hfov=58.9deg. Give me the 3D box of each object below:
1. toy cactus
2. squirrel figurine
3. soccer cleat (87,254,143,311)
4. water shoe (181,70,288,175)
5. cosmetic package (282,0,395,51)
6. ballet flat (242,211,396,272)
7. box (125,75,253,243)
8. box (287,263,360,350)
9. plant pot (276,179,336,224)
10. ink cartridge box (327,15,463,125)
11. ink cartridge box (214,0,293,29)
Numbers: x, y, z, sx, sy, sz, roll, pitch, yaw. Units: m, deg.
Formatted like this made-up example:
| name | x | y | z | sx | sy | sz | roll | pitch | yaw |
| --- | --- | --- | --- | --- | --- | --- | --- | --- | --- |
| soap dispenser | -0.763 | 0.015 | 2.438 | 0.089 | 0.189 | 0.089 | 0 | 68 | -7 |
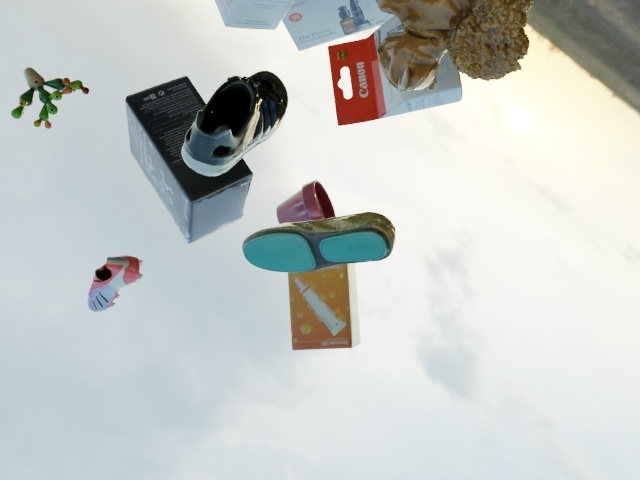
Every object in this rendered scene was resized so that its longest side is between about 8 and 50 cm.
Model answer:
| name | x | y | z | sx | sy | sz | roll | pitch | yaw |
| --- | --- | --- | --- | --- | --- | --- | --- | --- | --- |
| toy cactus | -0.804 | -0.430 | 1.657 | 0.181 | 0.219 | 0.112 | 51 | 171 | 17 |
| squirrel figurine | 0.317 | -0.530 | 1.408 | 0.396 | 0.371 | 0.281 | 30 | -155 | 21 |
| soccer cleat | -0.526 | 0.103 | 1.388 | 0.095 | 0.248 | 0.083 | 17 | -127 | -41 |
| water shoe | -0.082 | -0.152 | 0.651 | 0.072 | 0.080 | 0.203 | 30 | -132 | -3 |
| cosmetic package | 0.056 | -0.794 | 1.894 | 0.284 | 0.376 | 0.098 | 41 | -143 | -69 |
| ballet flat | 0.000 | 0.000 | 1.239 | 0.123 | 0.348 | 0.123 | -6 | -90 | -67 |
| box | -0.411 | -0.243 | 1.758 | 0.211 | 0.293 | 0.396 | -29 | -104 | -25 |
| box | 0.013 | 0.201 | 1.986 | 0.168 | 0.214 | 0.346 | 16 | -111 | -76 |
| plant pot | -0.060 | -0.105 | 2.148 | 0.201 | 0.180 | 0.201 | 56 | -159 | -35 |
| ink cartridge box | 0.215 | -0.535 | 1.731 | 0.091 | 0.384 | 0.309 | 54 | -152 | -69 |
| ink cartridge box | -0.134 | -0.735 | 1.326 | 0.160 | 0.384 | 0.279 | -11 | -107 | -36 |
